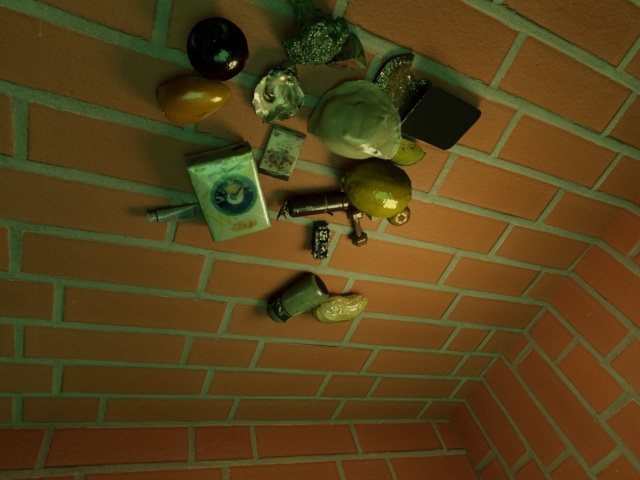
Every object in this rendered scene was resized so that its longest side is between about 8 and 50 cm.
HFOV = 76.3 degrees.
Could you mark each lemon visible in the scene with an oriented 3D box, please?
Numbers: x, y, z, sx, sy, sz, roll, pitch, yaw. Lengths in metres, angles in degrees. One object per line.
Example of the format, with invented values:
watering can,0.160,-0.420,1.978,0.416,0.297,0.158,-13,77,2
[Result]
lemon,0.264,-0.238,1.900,0.317,0.285,0.285,-4,129,12

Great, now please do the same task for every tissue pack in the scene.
tissue pack,-0.394,-0.206,1.778,0.288,0.162,0.387,-16,127,-7

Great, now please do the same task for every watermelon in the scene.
watermelon,0.115,-0.708,1.610,0.158,0.121,0.098,-38,148,16
watermelon,0.344,-0.426,1.868,0.301,0.123,0.129,23,119,-23

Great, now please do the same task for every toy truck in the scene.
toy truck,0.000,0.000,2.096,0.083,0.092,0.191,-2,117,-16

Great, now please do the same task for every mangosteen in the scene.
mangosteen,-0.361,-0.666,1.444,0.216,0.216,0.216,-8,127,-11

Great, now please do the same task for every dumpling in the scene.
dumpling,0.155,-0.496,1.686,0.395,0.233,0.315,23,107,6

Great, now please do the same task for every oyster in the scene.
oyster,-0.171,-0.582,1.625,0.223,0.083,0.214,-19,125,0

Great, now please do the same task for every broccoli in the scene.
broccoli,-0.034,-0.766,1.459,0.254,0.269,0.269,-26,129,-10

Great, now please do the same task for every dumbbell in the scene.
dumbbell,0.190,-0.073,2.103,0.082,0.092,0.230,1,129,18

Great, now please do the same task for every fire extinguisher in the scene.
fire extinguisher,-0.043,-0.159,1.954,0.342,0.105,0.141,-9,126,-14

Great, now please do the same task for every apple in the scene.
apple,0.406,-0.131,2.115,0.126,0.102,0.125,-8,126,-11

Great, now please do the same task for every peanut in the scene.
peanut,0.111,0.392,2.376,0.340,0.158,0.173,2,94,-23

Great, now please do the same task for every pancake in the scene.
pancake,0.361,-0.658,1.768,0.289,0.033,0.285,-2,124,-17

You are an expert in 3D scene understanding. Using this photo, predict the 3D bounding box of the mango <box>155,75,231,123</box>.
mango,-0.467,-0.534,1.528,0.257,0.137,0.187,-18,143,8

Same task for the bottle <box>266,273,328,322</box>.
bottle,-0.136,0.330,2.248,0.347,0.168,0.168,-32,128,13

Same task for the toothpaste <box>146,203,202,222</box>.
toothpaste,-0.655,-0.117,1.835,0.234,0.057,0.089,-8,129,-20

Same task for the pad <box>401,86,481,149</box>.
pad,0.523,-0.542,1.887,0.376,0.063,0.315,11,133,-36

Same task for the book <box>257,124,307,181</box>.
book,-0.173,-0.381,1.805,0.158,0.026,0.231,13,119,-25

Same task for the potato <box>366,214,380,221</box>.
potato,0.279,-0.160,2.083,0.086,0.061,0.122,-16,129,-9
